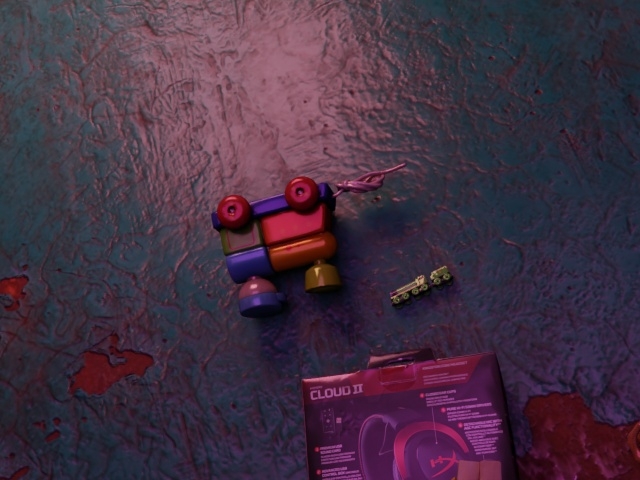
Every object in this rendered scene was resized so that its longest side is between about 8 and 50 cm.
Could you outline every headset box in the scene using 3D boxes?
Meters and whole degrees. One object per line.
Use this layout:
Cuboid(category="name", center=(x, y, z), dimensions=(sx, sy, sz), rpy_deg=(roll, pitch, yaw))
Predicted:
Cuboid(category="headset box", center=(0.102, 0.256, 1.023), dimensions=(0.218, 0.110, 0.293), rpy_deg=(-10, 65, 10))

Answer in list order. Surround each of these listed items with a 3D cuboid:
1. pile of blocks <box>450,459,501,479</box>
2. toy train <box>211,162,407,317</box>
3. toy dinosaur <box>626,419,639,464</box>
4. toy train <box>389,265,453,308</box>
Cuboid(category="pile of blocks", center=(0.030, 0.309, 0.858), dimensions=(0.149, 0.113, 0.362), rpy_deg=(39, 70, 23))
Cuboid(category="toy train", center=(0.000, 0.000, 1.172), dimensions=(0.248, 0.105, 0.143), rpy_deg=(-14, 75, 8))
Cuboid(category="toy dinosaur", center=(0.365, 0.238, 0.988), dimensions=(0.211, 0.064, 0.112), rpy_deg=(-45, 65, -6))
Cuboid(category="toy train", center=(0.121, 0.056, 1.157), dimensions=(0.083, 0.017, 0.024), rpy_deg=(-25, 54, 3))
